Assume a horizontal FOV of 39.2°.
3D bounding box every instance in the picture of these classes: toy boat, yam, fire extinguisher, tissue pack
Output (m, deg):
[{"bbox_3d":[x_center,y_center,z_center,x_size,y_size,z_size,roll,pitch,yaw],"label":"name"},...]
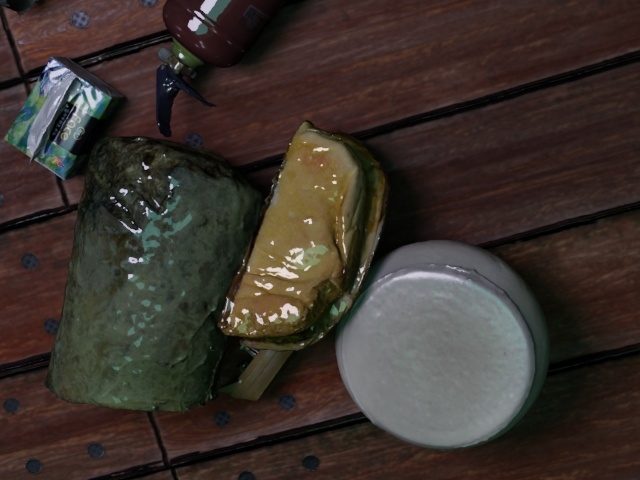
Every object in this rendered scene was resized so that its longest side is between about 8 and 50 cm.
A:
[{"bbox_3d":[-0.050,0.102,1.048,0.072,0.064,0.206,39,101,10],"label":"toy boat"},{"bbox_3d":[-0.176,0.036,0.977,0.195,0.195,0.300,15,103,0],"label":"yam"},{"bbox_3d":[-0.077,-0.262,0.944,0.344,0.102,0.138,-51,51,10],"label":"fire extinguisher"},{"bbox_3d":[-0.290,-0.136,1.004,0.085,0.079,0.111,34,101,-3],"label":"tissue pack"}]

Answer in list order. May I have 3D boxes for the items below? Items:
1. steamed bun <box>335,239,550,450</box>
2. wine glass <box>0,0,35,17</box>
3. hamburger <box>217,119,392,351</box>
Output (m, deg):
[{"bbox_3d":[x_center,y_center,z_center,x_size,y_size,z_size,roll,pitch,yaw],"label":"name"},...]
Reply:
[{"bbox_3d":[0.136,0.108,0.995,0.231,0.145,0.232,4,103,17],"label":"steamed bun"},{"bbox_3d":[-0.392,-0.351,0.947,0.241,0.126,0.126,34,101,-2],"label":"wine glass"},{"bbox_3d":[0.000,0.000,0.954,0.130,0.124,0.262,15,75,20],"label":"hamburger"}]
